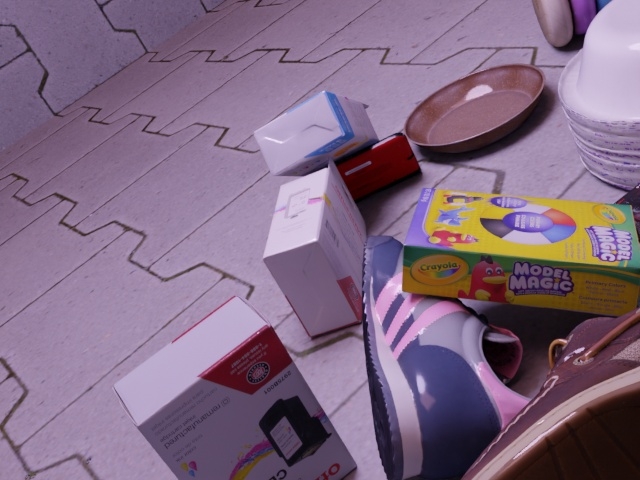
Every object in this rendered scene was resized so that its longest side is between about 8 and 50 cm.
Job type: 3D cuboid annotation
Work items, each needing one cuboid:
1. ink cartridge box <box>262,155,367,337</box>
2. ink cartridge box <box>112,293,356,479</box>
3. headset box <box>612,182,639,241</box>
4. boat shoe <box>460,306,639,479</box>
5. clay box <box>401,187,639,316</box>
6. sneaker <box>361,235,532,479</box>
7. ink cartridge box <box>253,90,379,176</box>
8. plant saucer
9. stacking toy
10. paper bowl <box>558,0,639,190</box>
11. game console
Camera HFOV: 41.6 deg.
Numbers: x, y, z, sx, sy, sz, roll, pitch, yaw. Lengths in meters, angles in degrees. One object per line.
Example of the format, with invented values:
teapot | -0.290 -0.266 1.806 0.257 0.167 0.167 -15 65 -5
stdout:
ink cartridge box | 0.000 0.000 0.956 0.067 0.115 0.198 -19 28 17
ink cartridge box | -0.065 0.154 0.694 0.127 0.175 0.072 -37 31 -14
headset box | 0.321 -0.025 0.783 0.062 0.032 0.083 -36 27 -12
boat shoe | 0.217 0.111 0.580 0.342 0.123 0.123 -35 14 -11
clay box | 0.190 0.007 0.736 0.222 0.053 0.127 5 27 12
sneaker | 0.104 0.091 0.748 0.131 0.112 0.319 -5 29 0
ink cartridge box | 0.005 -0.129 1.057 0.104 0.062 0.181 -27 -6 20
plant saucer | 0.209 -0.171 1.131 0.198 0.036 0.198 -23 27 13
stacking toy | 0.462 -0.388 1.168 0.330 0.141 0.141 -18 29 12
paper bowl | 0.390 -0.187 0.870 0.284 0.148 0.284 -23 27 12
game console | 0.050 -0.101 1.117 0.144 0.124 0.085 -26 54 7
